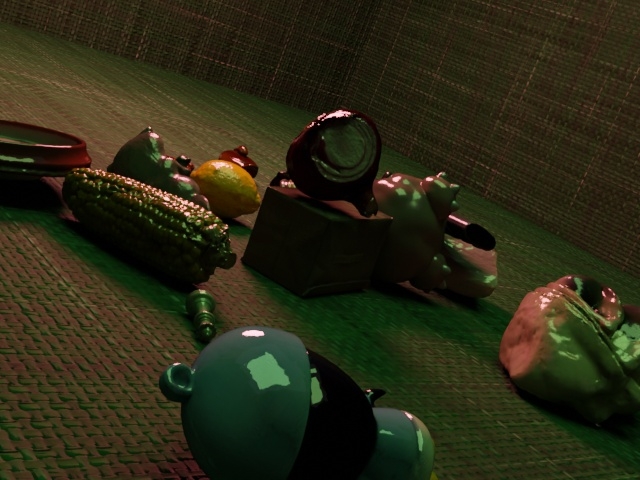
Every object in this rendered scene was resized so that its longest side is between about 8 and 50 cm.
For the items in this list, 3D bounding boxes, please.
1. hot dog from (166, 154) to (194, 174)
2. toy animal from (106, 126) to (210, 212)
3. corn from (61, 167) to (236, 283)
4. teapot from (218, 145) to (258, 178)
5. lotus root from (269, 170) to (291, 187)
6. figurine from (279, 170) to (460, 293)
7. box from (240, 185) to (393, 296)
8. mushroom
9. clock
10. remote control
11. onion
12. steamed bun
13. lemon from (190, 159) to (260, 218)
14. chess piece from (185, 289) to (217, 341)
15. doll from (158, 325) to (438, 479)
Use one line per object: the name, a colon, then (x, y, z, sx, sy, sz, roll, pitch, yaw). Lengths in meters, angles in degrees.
hot dog: (-0.345, -0.171, 1.985, 0.144, 0.038, 0.062, 10, 17, -41)
toy animal: (-0.282, -0.089, 1.655, 0.251, 0.127, 0.125, 47, 13, 31)
corn: (-0.267, -0.028, 1.375, 0.321, 0.119, 0.119, 27, 14, 22)
teapot: (-0.199, -0.197, 2.227, 0.098, 0.078, 0.129, 12, 17, -36)
lotus root: (0.008, -0.099, 2.038, 0.142, 0.210, 0.314, 68, 16, 8)
figurine: (0.089, -0.039, 1.796, 0.380, 0.248, 0.203, 13, 13, 21)
box: (0.000, 0.000, 1.609, 0.155, 0.149, 0.231, 28, 16, 29)
mushroom: (0.234, 0.023, 1.945, 0.328, 0.122, 0.159, 23, -2, 11)
clock: (-0.542, -0.149, 1.481, 0.318, 0.080, 0.318, 10, 10, -2)
remote control: (0.221, -0.066, 1.941, 0.107, 0.044, 0.377, 26, 3, -40)
onion: (0.033, -0.126, 1.567, 0.198, 0.173, 0.135, 62, -9, -15)
steamed bun: (0.466, 0.177, 1.536, 0.275, 0.206, 0.320, 27, 10, 28)
lemon: (-0.191, -0.101, 1.794, 0.155, 0.114, 0.114, 23, 13, -11)
chess piece: (-0.157, 0.105, 1.198, 0.042, 0.042, 0.093, 16, 21, -22)
doll: (-0.018, 0.188, 0.877, 0.314, 0.141, 0.177, 29, 40, -26)
